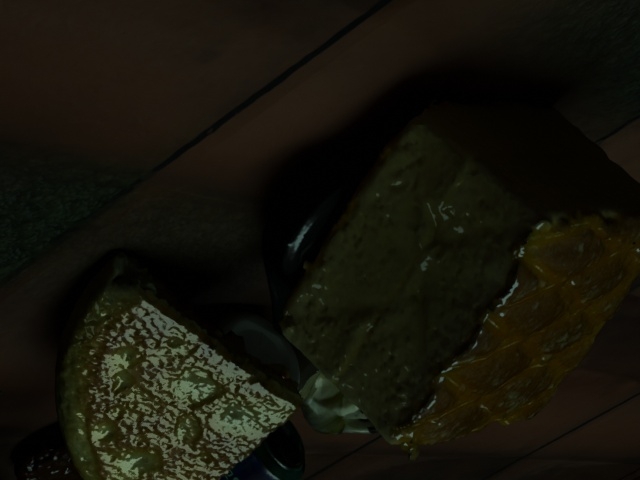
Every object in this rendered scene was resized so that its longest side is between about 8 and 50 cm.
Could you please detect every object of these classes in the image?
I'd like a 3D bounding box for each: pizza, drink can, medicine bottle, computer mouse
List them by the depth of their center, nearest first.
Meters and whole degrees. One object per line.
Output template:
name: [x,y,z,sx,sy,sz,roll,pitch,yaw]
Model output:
computer mouse: [0.000,0.000,1.759,0.147,0.088,0.264,-37,152,-20]
pizza: [-0.194,0.157,1.819,0.258,0.087,0.268,-40,121,19]
medicine bottle: [-0.142,0.187,2.004,0.131,0.131,0.250,3,147,-45]
drink can: [-0.124,0.302,2.303,0.205,0.118,0.118,-33,155,27]

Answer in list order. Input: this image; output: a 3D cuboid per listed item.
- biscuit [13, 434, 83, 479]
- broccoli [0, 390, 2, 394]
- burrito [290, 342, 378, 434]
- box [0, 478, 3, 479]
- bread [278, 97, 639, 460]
biscuit: [-0.281,0.262,2.162,0.192,0.049,0.192,-15,159,-6]
broccoli: [-0.367,0.364,1.797,0.353,0.275,0.397,-42,139,-12]
burrito: [0.090,0.106,2.022,0.332,0.135,0.190,-33,152,30]
box: [-0.418,0.385,2.094,0.291,0.262,0.206,-11,174,-4]
bread: [0.149,0.027,1.694,0.279,0.207,0.279,-6,135,-50]
